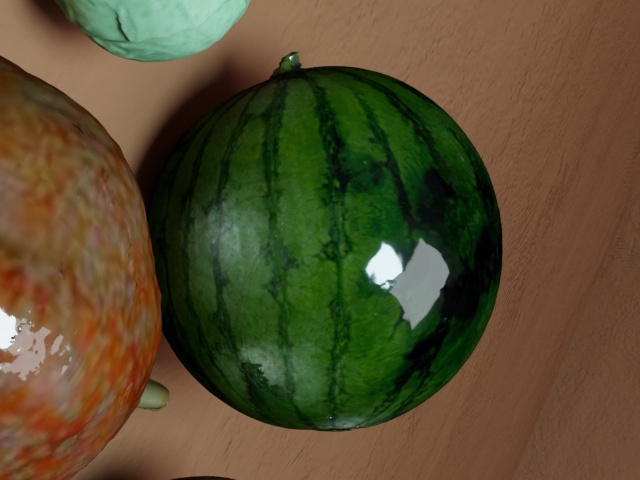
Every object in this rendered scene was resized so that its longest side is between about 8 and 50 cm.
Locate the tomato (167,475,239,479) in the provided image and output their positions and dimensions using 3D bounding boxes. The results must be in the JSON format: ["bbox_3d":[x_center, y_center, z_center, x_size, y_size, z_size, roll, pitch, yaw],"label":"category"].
[{"bbox_3d":[-0.090,0.300,0.866,0.265,0.265,0.264,-49,149,-43],"label":"tomato"}]

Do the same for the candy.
[{"bbox_3d":[-0.122,-0.257,0.566,0.119,0.119,0.440,-57,147,-31],"label":"candy"}]

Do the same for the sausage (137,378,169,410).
[{"bbox_3d":[-0.140,0.100,0.887,0.024,0.024,0.132,-69,157,-5],"label":"sausage"}]

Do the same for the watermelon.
[{"bbox_3d":[0.001,0.005,0.857,0.242,0.242,0.242,-49,149,-43],"label":"watermelon"}]

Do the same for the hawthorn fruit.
[{"bbox_3d":[-0.174,0.039,0.555,0.210,0.211,0.262,-58,171,-29],"label":"hawthorn fruit"}]
